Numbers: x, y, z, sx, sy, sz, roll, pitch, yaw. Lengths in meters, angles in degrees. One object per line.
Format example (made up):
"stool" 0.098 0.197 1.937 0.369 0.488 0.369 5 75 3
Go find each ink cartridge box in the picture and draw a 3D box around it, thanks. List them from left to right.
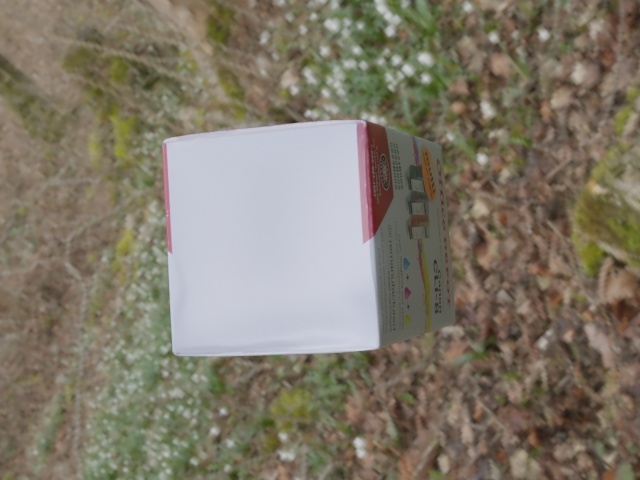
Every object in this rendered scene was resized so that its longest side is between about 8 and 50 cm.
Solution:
"ink cartridge box" 0.000 0.000 0.711 0.127 0.176 0.128 -4 89 19
